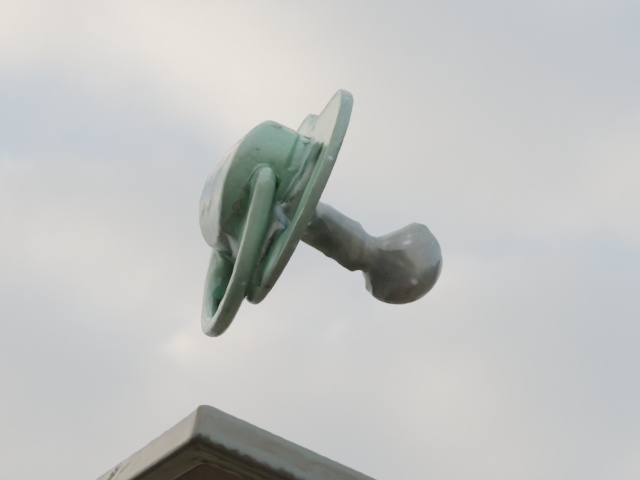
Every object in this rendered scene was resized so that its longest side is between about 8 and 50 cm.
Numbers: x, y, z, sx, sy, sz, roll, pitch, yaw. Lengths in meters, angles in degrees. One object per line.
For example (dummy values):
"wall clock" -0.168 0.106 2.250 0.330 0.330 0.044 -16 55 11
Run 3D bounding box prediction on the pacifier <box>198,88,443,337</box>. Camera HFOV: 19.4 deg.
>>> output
"pacifier" 0.000 0.000 0.866 0.116 0.127 0.150 28 -18 -10

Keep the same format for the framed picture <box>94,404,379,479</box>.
"framed picture" 0.021 0.161 0.756 0.289 0.020 0.211 26 -37 -23
